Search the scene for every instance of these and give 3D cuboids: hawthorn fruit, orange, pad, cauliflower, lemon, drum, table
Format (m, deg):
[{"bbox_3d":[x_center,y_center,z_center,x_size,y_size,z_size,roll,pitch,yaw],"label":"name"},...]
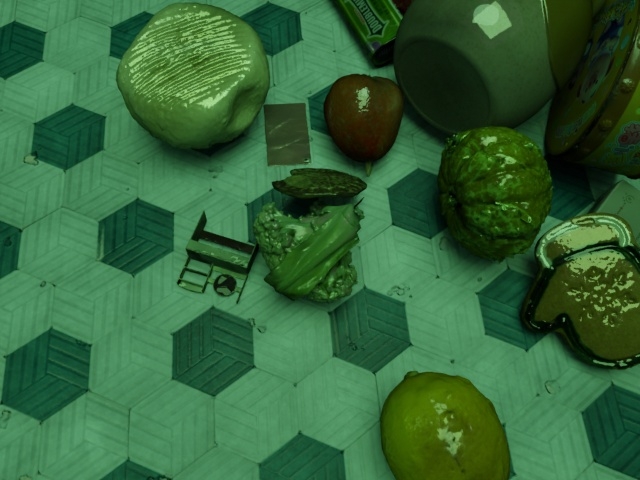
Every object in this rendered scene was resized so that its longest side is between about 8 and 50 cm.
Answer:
[{"bbox_3d":[0.107,-0.280,1.273,0.200,0.199,0.251,-3,83,-4],"label":"hawthorn fruit"},{"bbox_3d":[0.387,-0.104,1.148,0.223,0.300,0.301,-11,67,-2],"label":"orange"},{"bbox_3d":[-0.087,-0.277,1.347,0.113,0.006,0.187,-4,69,-4],"label":"pad"},{"bbox_3d":[0.000,0.000,1.110,0.315,0.239,0.256,-36,71,31],"label":"cauliflower"},{"bbox_3d":[0.234,0.384,0.991,0.234,0.233,0.288,-25,74,-12],"label":"lemon"},{"bbox_3d":[0.718,-0.364,1.208,0.214,0.431,0.430,17,69,4],"label":"drum"},{"bbox_3d":[-0.230,0.038,1.189,0.146,0.062,0.175,17,66,3],"label":"table"}]

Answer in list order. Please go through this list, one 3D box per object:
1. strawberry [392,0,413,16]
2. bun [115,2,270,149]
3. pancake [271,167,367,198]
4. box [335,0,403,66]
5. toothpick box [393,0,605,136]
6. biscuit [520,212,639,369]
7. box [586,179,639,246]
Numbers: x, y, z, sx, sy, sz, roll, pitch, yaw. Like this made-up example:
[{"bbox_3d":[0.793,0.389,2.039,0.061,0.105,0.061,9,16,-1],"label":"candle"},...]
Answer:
[{"bbox_3d":[0.302,-0.707,1.452,0.245,0.205,0.205,-21,70,10],"label":"strawberry"},{"bbox_3d":[-0.297,-0.381,1.258,0.349,0.227,0.352,-25,75,-12],"label":"bun"},{"bbox_3d":[0.002,-0.133,1.204,0.212,0.029,0.235,13,23,24],"label":"pancake"},{"bbox_3d":[0.125,-0.651,1.442,0.134,0.097,0.345,-31,72,15],"label":"box"},{"bbox_3d":[0.420,-0.483,1.245,0.409,0.409,0.425,41,75,12],"label":"toothpick box"},{"bbox_3d":[0.583,0.121,1.143,0.288,0.057,0.343,-19,84,13],"label":"biscuit"},{"bbox_3d":[0.757,0.030,1.218,0.299,0.106,0.200,39,74,13],"label":"box"}]
